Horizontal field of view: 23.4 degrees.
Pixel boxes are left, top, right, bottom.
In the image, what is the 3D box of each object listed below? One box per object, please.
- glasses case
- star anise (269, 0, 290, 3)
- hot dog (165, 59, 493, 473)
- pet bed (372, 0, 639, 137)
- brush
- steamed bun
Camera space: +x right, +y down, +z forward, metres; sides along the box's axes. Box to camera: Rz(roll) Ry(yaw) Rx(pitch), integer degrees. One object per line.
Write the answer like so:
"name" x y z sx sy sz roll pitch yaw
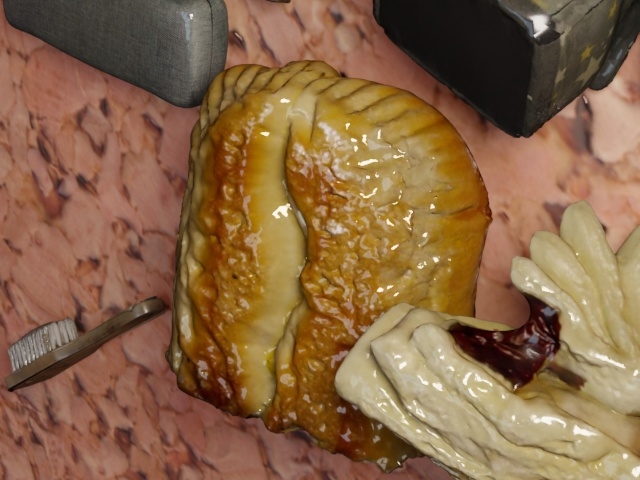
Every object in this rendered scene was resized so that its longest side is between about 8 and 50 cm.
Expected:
"glasses case" -0.238 -0.261 1.750 0.323 0.074 0.131 27 123 32
"star anise" -0.112 -0.362 1.558 0.282 0.129 0.212 69 161 -4
"hot dog" 0.000 0.000 1.567 0.367 0.196 0.365 17 120 31
"pet bed" 0.168 -0.226 1.350 0.211 0.159 0.183 42 158 24
"brush" -0.310 0.118 1.989 0.327 0.070 0.065 -28 78 44
"steamed bun" 0.256 0.122 1.364 0.428 0.247 0.189 29 139 9
